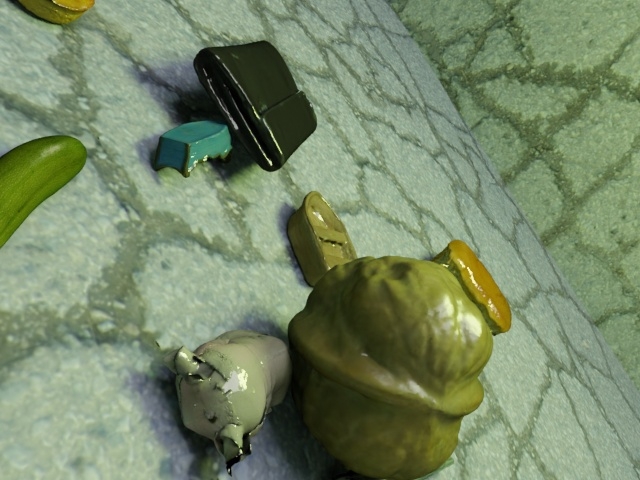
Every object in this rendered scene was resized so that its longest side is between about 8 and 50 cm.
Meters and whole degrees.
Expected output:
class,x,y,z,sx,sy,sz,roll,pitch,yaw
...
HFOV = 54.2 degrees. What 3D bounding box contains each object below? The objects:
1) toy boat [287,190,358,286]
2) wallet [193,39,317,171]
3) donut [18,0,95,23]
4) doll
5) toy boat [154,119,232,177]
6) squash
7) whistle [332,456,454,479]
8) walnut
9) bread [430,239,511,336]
class,x,y,z,sx,sy,sz,roll,pitch,yaw
toy boat,0.000,0.000,1.128,0.116,0.061,0.188,14,48,-49
wallet,-0.101,-0.271,1.186,0.228,0.062,0.406,56,19,-12
donut,-0.409,-0.388,0.919,0.152,0.058,0.152,38,33,-30
doll,-0.099,0.174,0.753,0.149,0.095,0.192,59,25,3
toy boat,-0.189,-0.140,0.990,0.075,0.077,0.185,15,26,14
squash,-0.330,-0.054,0.672,0.069,0.069,0.258,45,29,-18
whistle,0.125,0.346,0.950,0.326,0.057,0.068,6,58,-56
walnut,0.089,0.159,0.841,0.253,0.282,0.277,44,-3,-23
bread,0.357,0.119,1.489,0.245,0.121,0.174,53,29,1
